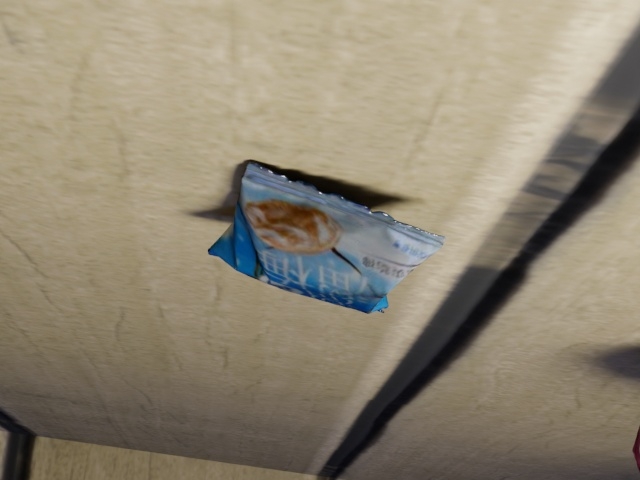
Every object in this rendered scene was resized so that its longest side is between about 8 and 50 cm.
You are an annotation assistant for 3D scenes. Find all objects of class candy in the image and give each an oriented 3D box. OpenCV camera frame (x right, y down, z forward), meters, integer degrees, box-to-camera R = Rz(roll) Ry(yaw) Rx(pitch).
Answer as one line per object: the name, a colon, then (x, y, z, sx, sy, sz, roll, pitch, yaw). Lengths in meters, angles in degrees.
candy: (0.001, 0.000, 0.845, 0.088, 0.038, 0.136, 22, 161, -4)

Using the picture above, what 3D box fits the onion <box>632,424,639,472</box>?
onion: (0.287, 0.152, 1.104, 0.230, 0.163, 0.230, 16, 173, 2)
